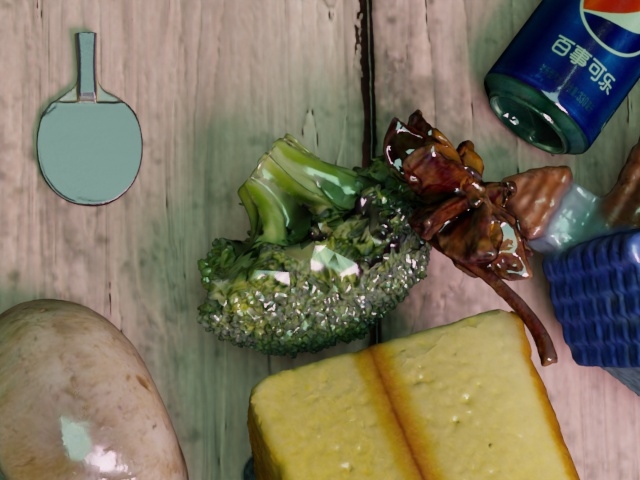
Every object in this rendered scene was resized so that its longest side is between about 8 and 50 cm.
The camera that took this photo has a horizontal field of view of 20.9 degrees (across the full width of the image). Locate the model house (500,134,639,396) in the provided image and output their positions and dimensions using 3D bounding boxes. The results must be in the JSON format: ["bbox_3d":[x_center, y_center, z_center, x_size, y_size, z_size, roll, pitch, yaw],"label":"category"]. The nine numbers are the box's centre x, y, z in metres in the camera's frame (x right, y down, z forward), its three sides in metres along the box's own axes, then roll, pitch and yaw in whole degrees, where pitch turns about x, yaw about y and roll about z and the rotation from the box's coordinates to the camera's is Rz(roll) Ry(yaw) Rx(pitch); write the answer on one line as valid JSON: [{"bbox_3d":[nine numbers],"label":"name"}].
[{"bbox_3d":[0.329,-0.004,1.488,0.329,0.252,0.295,35,79,-7],"label":"model house"}]

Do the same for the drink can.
[{"bbox_3d":[0.246,-0.183,1.584,0.118,0.118,0.205,37,78,-2],"label":"drink can"}]

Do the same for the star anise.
[{"bbox_3d":[0.115,-0.015,1.386,0.073,0.234,0.177,-41,113,16],"label":"star anise"}]

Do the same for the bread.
[{"bbox_3d":[0.101,0.268,1.373,0.233,0.245,0.362,-16,59,-9],"label":"bread"}]

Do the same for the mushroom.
[{"bbox_3d":[-0.217,0.172,1.435,0.195,0.189,0.254,-26,83,-13],"label":"mushroom"}]

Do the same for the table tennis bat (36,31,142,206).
[{"bbox_3d":[-0.208,-0.109,1.562,0.095,0.014,0.158,-2,84,-7],"label":"table tennis bat"}]

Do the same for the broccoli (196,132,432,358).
[{"bbox_3d":[0.003,0.001,1.486,0.176,0.198,0.226,26,86,-15],"label":"broccoli"}]
